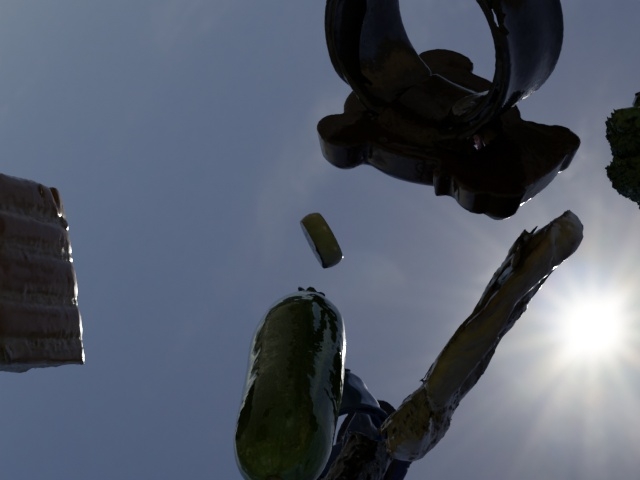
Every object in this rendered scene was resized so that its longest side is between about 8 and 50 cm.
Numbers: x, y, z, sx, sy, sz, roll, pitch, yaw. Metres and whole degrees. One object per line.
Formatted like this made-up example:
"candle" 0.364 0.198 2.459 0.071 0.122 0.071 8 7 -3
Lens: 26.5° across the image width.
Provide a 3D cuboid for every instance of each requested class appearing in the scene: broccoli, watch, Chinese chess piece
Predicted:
"broccoli" 0.371 -0.094 1.330 0.195 0.195 0.156 -91 -171 -57
"watch" 0.041 0.292 2.070 0.196 0.200 0.171 -60 -144 6
"Chinese chess piece" 0.000 0.000 1.951 0.034 0.084 0.084 -27 -157 -6
"watch" 0.182 -0.248 1.780 0.335 0.327 0.314 29 -137 27

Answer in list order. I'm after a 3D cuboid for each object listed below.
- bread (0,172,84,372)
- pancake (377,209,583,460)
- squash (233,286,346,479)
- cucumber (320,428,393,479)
"bread" -0.389 0.037 1.614 0.111 0.239 0.246 -10 173 15
"pancake" 0.197 0.126 1.705 0.382 0.071 0.382 -51 170 -13
"squash" -0.024 0.127 1.318 0.101 0.101 0.378 -41 -169 17
"cucumber" 0.007 0.346 1.729 0.303 0.081 0.072 -47 157 -53
